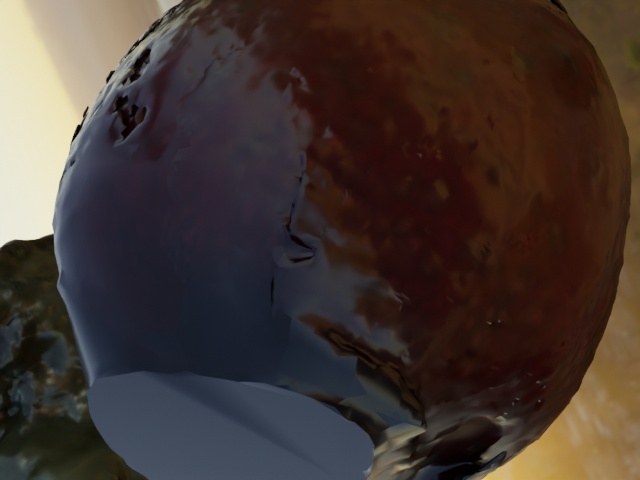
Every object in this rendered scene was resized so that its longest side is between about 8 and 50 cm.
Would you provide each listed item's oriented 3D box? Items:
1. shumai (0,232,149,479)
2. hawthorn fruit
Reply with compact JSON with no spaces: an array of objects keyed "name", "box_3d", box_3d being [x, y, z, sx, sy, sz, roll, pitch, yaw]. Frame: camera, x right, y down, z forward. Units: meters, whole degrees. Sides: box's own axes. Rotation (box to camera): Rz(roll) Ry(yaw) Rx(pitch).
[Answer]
[{"name":"shumai","box_3d":[-0.192,0.198,1.281,0.397,0.324,0.323,35,-165,-53]},{"name":"hawthorn fruit","box_3d":[0.013,-0.003,0.767,0.316,0.316,0.316,155,90,-85]}]
